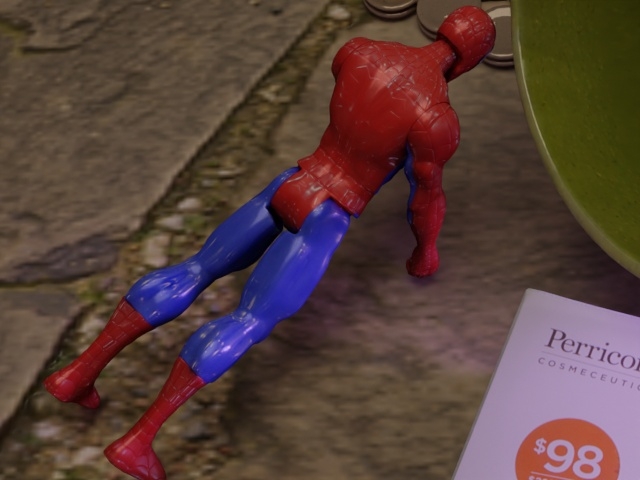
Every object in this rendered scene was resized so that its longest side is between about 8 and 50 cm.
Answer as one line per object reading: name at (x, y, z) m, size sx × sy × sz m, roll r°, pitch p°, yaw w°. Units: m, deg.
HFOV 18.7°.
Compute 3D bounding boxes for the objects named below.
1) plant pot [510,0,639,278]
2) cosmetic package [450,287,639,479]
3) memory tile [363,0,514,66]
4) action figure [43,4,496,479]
plant pot at (0.285, -0.112, 0.882) m, size 0.293 × 0.275 × 0.275 m, roll -1°, pitch 49°, yaw -35°
cosmetic package at (0.219, 0.202, 0.810) m, size 0.377 × 0.097 × 0.284 m, roll 15°, pitch 60°, yaw 18°
memory tile at (0.079, -0.162, 1.107) m, size 0.148 × 0.012 × 0.113 m, roll 28°, pitch 67°, yaw 23°
action figure at (0.000, 0.000, 0.987) m, size 0.280 × 0.139 × 0.091 m, roll -48°, pitch 64°, yaw 6°
